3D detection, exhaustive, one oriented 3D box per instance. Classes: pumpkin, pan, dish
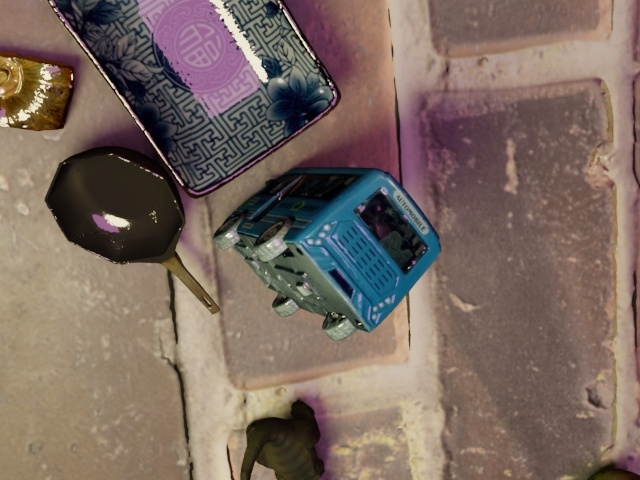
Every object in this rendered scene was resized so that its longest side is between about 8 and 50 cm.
[{"bbox_3d":[-0.289,-0.142,0.860,0.101,0.035,0.073,8,112,-17],"label":"pumpkin"},{"bbox_3d":[-0.184,-0.011,0.898,0.128,0.048,0.202,-7,126,16],"label":"pan"},{"bbox_3d":[-0.118,-0.187,0.861,0.182,0.080,0.243,-34,110,-2],"label":"dish"}]

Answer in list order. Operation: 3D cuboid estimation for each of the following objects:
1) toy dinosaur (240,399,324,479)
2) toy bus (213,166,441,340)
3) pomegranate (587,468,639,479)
[{"bbox_3d":[-0.020,0.247,0.928,0.087,0.179,0.187,-28,109,-4],"label":"toy dinosaur"},{"bbox_3d":[0.000,0.000,0.847,0.134,0.246,0.113,-44,107,-12],"label":"toy bus"},{"bbox_3d":[0.333,0.327,1.068,0.142,0.114,0.114,1,104,17],"label":"pomegranate"}]
